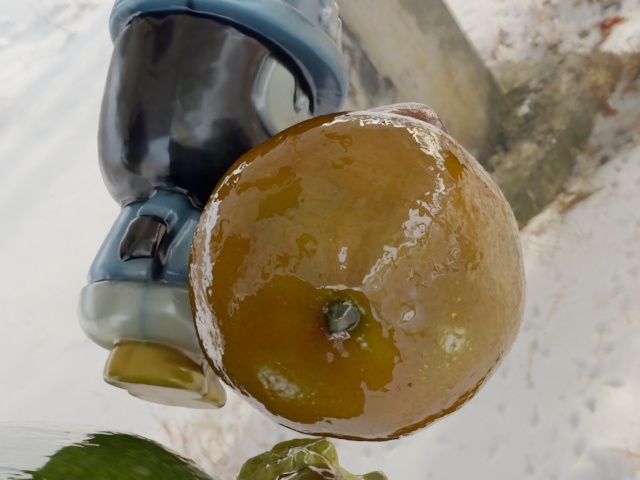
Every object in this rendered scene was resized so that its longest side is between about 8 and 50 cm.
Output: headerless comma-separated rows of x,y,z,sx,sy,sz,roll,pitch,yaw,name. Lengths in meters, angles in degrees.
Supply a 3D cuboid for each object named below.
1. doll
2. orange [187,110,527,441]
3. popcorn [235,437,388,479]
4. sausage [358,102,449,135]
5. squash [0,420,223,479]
-0.058,-0.063,0.621,0.141,0.177,0.313,6,76,9,doll
0.016,0.019,0.490,0.156,0.156,0.124,-34,8,7,orange
-0.001,0.285,0.983,0.181,0.216,0.235,-35,43,-6,popcorn
0.003,-0.062,1.034,0.259,0.113,0.114,-18,16,-29,sausage
-0.123,0.223,0.454,0.310,0.310,0.309,-37,-6,2,squash
